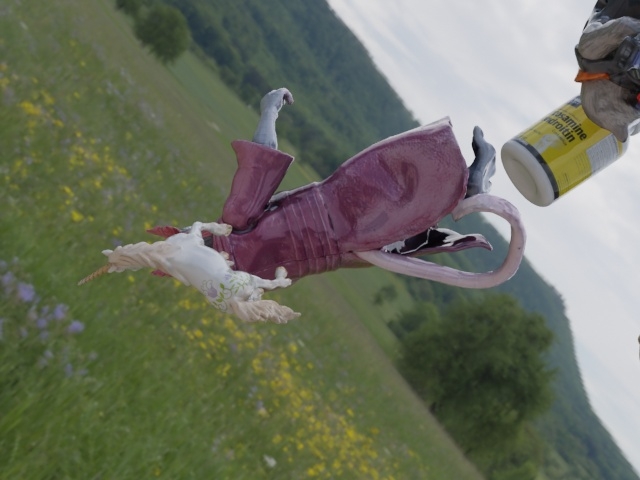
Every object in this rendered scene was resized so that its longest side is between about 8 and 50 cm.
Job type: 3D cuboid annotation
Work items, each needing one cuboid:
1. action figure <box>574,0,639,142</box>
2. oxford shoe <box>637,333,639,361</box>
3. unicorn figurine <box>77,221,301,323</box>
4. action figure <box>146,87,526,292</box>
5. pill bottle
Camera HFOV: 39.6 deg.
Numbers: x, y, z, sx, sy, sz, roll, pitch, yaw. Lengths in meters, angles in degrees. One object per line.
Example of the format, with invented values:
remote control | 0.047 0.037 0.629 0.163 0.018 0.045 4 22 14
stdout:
action figure | 0.400 -0.271 1.011 0.341 0.330 0.178 6 21 -48
oxford shoe | 0.518 0.165 1.286 0.130 0.169 0.449 23 26 26
unicorn figurine | -0.100 0.023 0.735 0.162 0.060 0.111 19 17 29
action figure | 0.000 0.000 0.952 0.275 0.370 0.248 -109 -175 -45
pill bottle | 0.339 -0.132 1.174 0.103 0.184 0.103 55 -7 11
